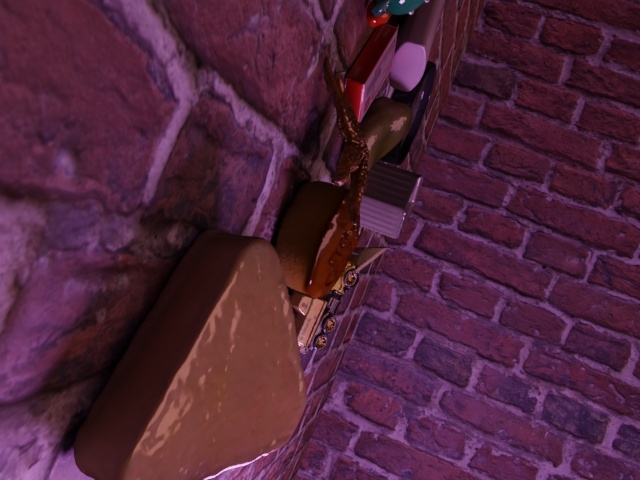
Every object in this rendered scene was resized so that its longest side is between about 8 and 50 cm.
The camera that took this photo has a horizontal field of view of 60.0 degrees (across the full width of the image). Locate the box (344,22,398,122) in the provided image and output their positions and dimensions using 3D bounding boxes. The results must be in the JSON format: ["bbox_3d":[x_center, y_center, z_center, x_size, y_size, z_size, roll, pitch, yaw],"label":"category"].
[{"bbox_3d":[0.119,-0.397,1.294,0.123,0.050,0.229,94,21,-57],"label":"box"}]

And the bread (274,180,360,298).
[{"bbox_3d":[0.000,0.000,1.230,0.270,0.148,0.269,20,90,-75],"label":"bread"}]

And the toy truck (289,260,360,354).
[{"bbox_3d":[-0.028,0.148,1.426,0.157,0.124,0.272,32,82,-45],"label":"toy truck"}]

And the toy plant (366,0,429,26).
[{"bbox_3d":[0.228,-0.591,1.109,0.400,0.279,0.185,-47,126,-10],"label":"toy plant"}]

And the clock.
[{"bbox_3d":[0.308,-0.449,1.952,0.386,0.077,0.386,21,90,-78],"label":"clock"}]

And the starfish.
[{"bbox_3d":[0.062,-0.184,1.101,0.299,0.060,0.302,67,19,-54],"label":"starfish"}]

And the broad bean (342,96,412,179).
[{"bbox_3d":[0.132,-0.270,1.475,0.263,0.121,0.189,-45,164,-25],"label":"broad bean"}]

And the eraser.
[{"bbox_3d":[0.258,-0.550,1.458,0.174,0.095,0.270,100,9,-65],"label":"eraser"}]

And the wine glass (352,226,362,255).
[{"bbox_3d":[0.150,-0.079,1.944,0.074,0.074,0.262,33,77,-78],"label":"wine glass"}]

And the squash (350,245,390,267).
[{"bbox_3d":[0.160,0.097,2.088,0.237,0.204,0.154,15,74,-78],"label":"squash"}]

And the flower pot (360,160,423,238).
[{"bbox_3d":[0.205,-0.137,1.787,0.239,0.190,0.209,-34,143,-71],"label":"flower pot"}]

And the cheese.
[{"bbox_3d":[-0.144,0.160,0.815,0.384,0.104,0.383,-21,116,-52],"label":"cheese"}]
